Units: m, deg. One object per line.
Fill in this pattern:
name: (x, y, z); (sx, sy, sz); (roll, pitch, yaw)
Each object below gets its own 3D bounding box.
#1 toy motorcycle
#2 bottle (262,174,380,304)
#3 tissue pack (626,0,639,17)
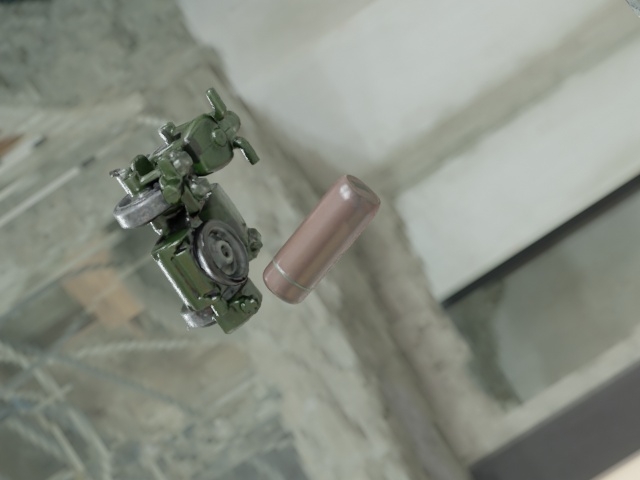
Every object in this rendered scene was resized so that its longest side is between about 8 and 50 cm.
toy motorcycle: (-0.121, -0.028, 1.890); (0.205, 0.127, 0.275); (56, -160, -15)
bottle: (0.000, 0.000, 1.787); (0.053, 0.140, 0.053); (36, -163, -13)
tissue pack: (0.309, -0.307, 1.889); (0.193, 0.026, 0.122); (59, -179, 13)
